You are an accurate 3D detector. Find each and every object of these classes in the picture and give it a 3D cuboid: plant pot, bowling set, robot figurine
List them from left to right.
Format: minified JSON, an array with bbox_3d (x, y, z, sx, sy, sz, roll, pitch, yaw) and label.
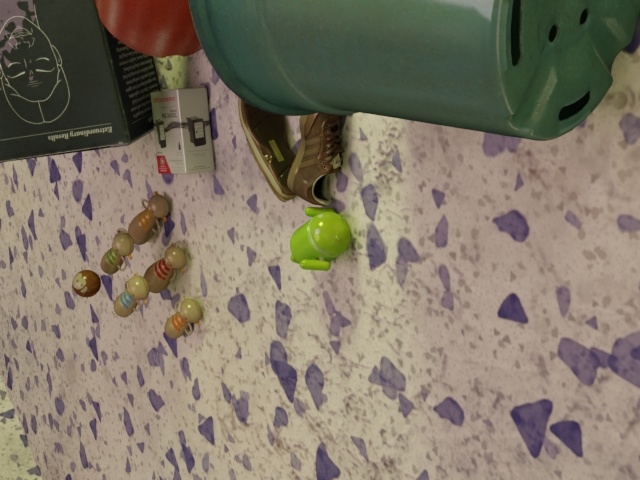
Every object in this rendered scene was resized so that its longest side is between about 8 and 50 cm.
[{"bbox_3d":[-0.357,0.067,1.616,0.154,0.200,0.287,-42,70,48],"label":"bowling set"},{"bbox_3d":[-0.218,-0.431,1.262,0.272,0.272,0.265,66,150,17],"label":"plant pot"},{"bbox_3d":[0.000,0.000,1.220,0.115,0.067,0.101,-35,41,52],"label":"robot figurine"},{"bbox_3d":[0.107,-0.257,0.822,0.334,0.341,0.341,22,116,39],"label":"plant pot"}]

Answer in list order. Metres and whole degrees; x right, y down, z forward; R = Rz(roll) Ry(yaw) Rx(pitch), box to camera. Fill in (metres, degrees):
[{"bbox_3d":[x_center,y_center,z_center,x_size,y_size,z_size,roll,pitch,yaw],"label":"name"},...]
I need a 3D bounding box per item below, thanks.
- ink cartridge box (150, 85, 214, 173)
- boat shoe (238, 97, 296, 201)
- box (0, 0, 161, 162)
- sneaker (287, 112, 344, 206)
[{"bbox_3d":[-0.247,-0.196,1.503,0.109,0.063,0.150,7,104,52],"label":"ink cartridge box"},{"bbox_3d":[-0.086,-0.147,1.305,0.072,0.068,0.190,-41,66,62],"label":"boat shoe"},{"bbox_3d":[-0.476,-0.359,1.486,0.294,0.212,0.395,-6,107,11],"label":"box"},{"bbox_3d":[0.009,-0.133,1.193,0.071,0.066,0.188,35,133,23],"label":"sneaker"}]
